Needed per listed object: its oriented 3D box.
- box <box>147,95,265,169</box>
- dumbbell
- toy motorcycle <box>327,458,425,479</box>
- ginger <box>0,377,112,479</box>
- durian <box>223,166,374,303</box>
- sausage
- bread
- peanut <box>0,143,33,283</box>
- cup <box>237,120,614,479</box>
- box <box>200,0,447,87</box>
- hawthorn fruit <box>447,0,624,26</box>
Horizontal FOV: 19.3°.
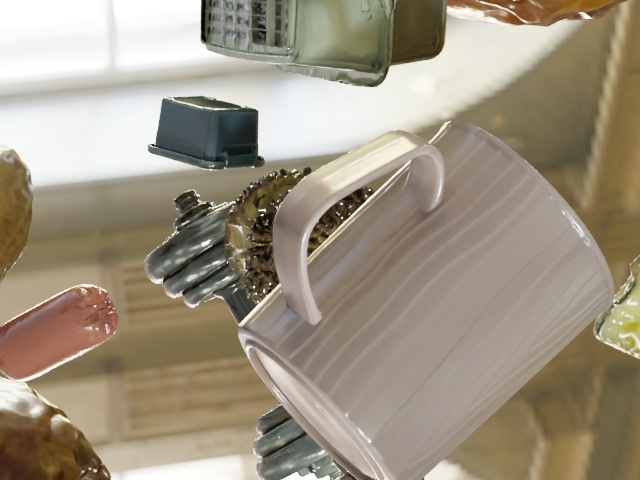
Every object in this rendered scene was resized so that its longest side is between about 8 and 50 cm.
[{"bbox_3d":[-0.102,-0.099,1.697,0.099,0.074,0.054,17,-72,44],"label":"box"},{"bbox_3d":[-0.067,0.119,2.265,0.406,0.179,0.179,60,-14,4],"label":"dumbbell"},{"bbox_3d":[0.046,0.222,1.873,0.082,0.122,0.213,-37,-168,35],"label":"toy motorcycle"},{"bbox_3d":[-0.300,0.228,1.384,0.152,0.357,0.274,30,40,-86],"label":"ginger"},{"bbox_3d":[0.000,0.000,1.935,0.196,0.196,0.167,-111,-161,-51],"label":"durian"},{"bbox_3d":[-0.255,0.088,1.801,0.154,0.062,0.062,-26,-114,38],"label":"sausage"},{"bbox_3d":[0.475,0.108,2.460,0.174,0.251,0.133,-59,-166,5],"label":"bread"},{"bbox_3d":[-0.353,0.010,1.921,0.108,0.095,0.226,35,68,-56],"label":"peanut"},{"bbox_3d":[0.088,0.047,1.575,0.208,0.273,0.288,44,-12,19],"label":"cup"},{"bbox_3d":[0.000,-0.262,1.796,0.290,0.166,0.220,-159,-112,-65],"label":"box"},{"bbox_3d":[0.234,-0.463,2.304,0.472,0.472,0.472,173,-90,-79],"label":"hawthorn fruit"}]
